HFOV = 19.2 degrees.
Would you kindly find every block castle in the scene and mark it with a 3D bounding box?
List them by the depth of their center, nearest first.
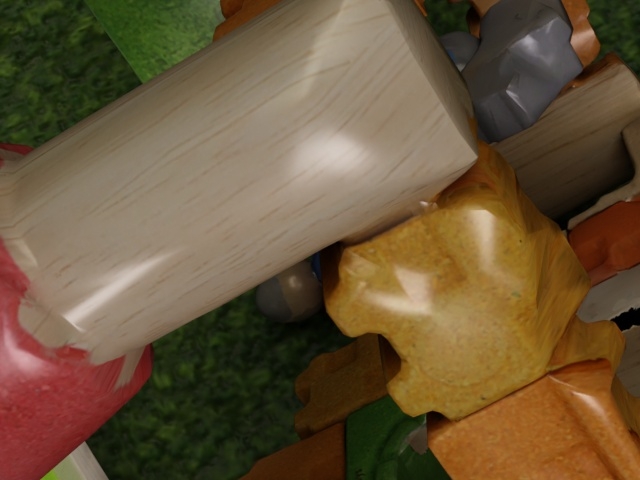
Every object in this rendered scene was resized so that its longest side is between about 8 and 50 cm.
[{"bbox_3d":[0.000,0.000,0.653,0.213,0.303,0.453,-30,24,16],"label":"block castle"}]

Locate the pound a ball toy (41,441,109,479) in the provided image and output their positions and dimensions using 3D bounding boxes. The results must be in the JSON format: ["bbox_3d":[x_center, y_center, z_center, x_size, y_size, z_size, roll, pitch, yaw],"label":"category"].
[{"bbox_3d":[-0.091,0.186,0.772,0.208,0.136,0.319,-15,56,-35],"label":"pound a ball toy"}]
